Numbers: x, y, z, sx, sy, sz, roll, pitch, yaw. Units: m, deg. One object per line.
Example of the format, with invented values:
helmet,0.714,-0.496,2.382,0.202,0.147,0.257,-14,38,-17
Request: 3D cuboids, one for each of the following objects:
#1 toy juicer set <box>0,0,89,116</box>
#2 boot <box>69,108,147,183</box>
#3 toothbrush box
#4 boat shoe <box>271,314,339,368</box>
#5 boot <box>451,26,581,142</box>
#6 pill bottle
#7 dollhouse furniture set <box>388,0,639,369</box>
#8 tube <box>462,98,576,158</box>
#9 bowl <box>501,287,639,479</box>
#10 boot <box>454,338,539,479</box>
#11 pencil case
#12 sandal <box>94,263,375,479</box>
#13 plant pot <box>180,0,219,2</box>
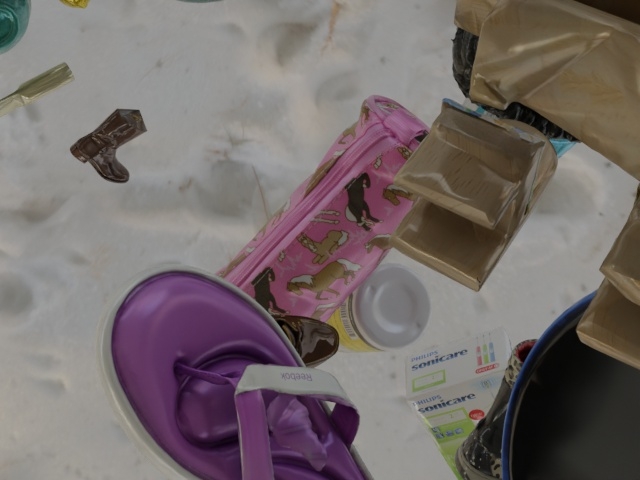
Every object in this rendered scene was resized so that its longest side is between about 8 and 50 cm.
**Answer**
toy juicer set,-0.408,-0.304,1.269,0.209,0.089,0.329,-18,136,-32
boot,-0.272,-0.132,1.335,0.114,0.037,0.106,-32,142,25
toothbrush box,0.312,0.325,1.864,0.206,0.122,0.283,-20,123,18
boat shoe,-0.043,0.106,0.959,0.178,0.060,0.064,5,82,-44
boot,0.267,-0.203,0.808,0.347,0.131,0.260,9,67,-15
pill bottle,0.057,0.099,1.361,0.119,0.208,0.119,3,82,-25
dollhouse furniture set,0.267,-0.108,0.491,0.394,0.256,0.362,27,147,19
tube,0.326,-0.180,1.590,0.207,0.052,0.080,25,130,-24
bowl,0.303,0.206,0.765,0.077,0.391,0.391,-2,110,-38
boot,0.281,0.204,1.040,0.236,0.085,0.179,10,122,-9
pencil case,0.000,0.000,1.154,0.160,0.167,0.386,41,108,-13
sandal,-0.020,0.173,0.815,0.102,0.169,0.416,-10,128,40
plant pot,-0.132,-0.418,1.067,0.271,0.271,0.255,-20,79,1
